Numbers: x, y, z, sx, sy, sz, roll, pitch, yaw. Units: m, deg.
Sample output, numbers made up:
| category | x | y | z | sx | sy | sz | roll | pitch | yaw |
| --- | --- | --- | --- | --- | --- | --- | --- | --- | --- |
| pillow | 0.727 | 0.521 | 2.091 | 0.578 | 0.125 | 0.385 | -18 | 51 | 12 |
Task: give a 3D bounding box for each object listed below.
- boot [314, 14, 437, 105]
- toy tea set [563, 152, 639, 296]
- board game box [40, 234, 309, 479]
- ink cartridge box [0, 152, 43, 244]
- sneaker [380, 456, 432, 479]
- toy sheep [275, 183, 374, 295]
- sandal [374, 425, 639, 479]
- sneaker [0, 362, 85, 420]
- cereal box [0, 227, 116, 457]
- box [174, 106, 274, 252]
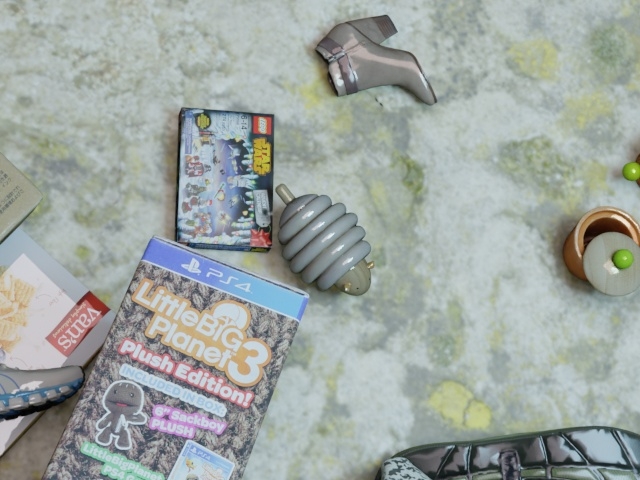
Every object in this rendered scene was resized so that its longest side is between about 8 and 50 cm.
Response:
| category | x | y | z | sx | sy | sz | roll | pitch | yaw |
| --- | --- | --- | --- | --- | --- | --- | --- | --- | --- |
| boot | 0.052 | -0.169 | 1.530 | 0.087 | 0.042 | 0.118 | -31 | 84 | -10 |
| toy tea set | 0.400 | -0.048 | 1.525 | 0.200 | 0.124 | 0.336 | 45 | 73 | 1 |
| board game box | -0.138 | 0.188 | 1.264 | 0.141 | 0.232 | 0.291 | 21 | 59 | 0 |
| ink cartridge box | -0.388 | -0.017 | 1.296 | 0.193 | 0.088 | 0.235 | 45 | 63 | -7 |
| sneaker | -0.011 | 0.355 | 1.360 | 0.410 | 0.158 | 0.182 | -40 | 51 | -7 |
| toy sheep | 0.000 | 0.000 | 1.451 | 0.132 | 0.091 | 0.091 | 46 | 73 | 1 |
| sandal | 0.202 | 0.236 | 1.446 | 0.302 | 0.086 | 0.120 | 2 | 79 | 5 |
| sneaker | -0.302 | 0.120 | 1.325 | 0.190 | 0.071 | 0.083 | -10 | 77 | -10 |
| cereal box | -0.325 | 0.060 | 1.391 | 0.240 | 0.047 | 0.173 | 41 | 74 | 0 |
| box | -0.093 | -0.059 | 1.477 | 0.094 | 0.027 | 0.137 | 3 | 76 | -12 |
